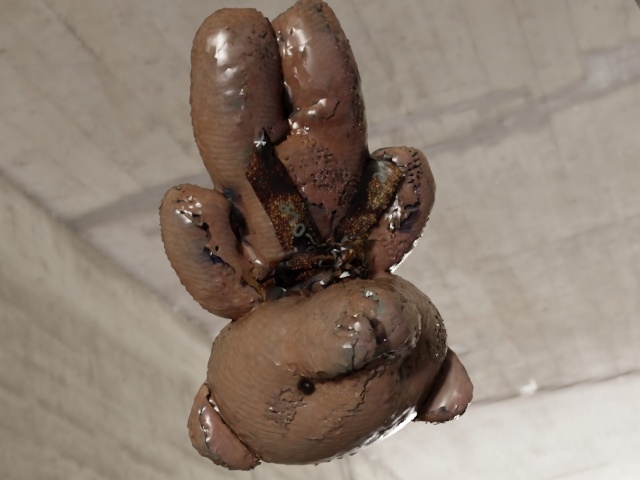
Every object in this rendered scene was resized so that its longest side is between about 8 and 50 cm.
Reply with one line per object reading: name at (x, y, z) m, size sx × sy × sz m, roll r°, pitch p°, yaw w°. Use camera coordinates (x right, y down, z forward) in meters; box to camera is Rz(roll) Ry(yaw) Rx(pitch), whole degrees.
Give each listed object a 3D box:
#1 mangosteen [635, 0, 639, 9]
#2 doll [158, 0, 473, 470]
mangosteen at (0.335, -0.242, 0.878) m, size 0.311 × 0.311 × 0.311 m, roll -11°, pitch -25°, yaw -5°
doll at (0.000, 0.000, 0.837) m, size 0.201 × 0.303 × 0.156 m, roll -14°, pitch 13°, yaw -20°
